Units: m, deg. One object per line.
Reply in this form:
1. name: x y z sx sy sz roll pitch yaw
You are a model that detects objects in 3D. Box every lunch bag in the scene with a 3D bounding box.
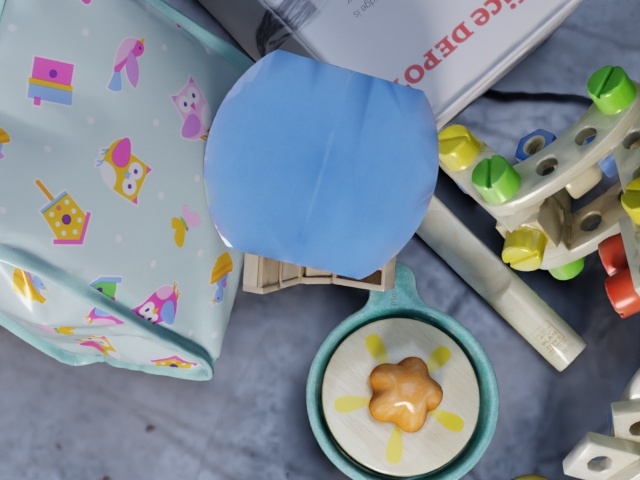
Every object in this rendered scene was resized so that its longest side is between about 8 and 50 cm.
1. lunch bag: -0.160 -0.053 1.268 0.160 0.262 0.223 4 70 35

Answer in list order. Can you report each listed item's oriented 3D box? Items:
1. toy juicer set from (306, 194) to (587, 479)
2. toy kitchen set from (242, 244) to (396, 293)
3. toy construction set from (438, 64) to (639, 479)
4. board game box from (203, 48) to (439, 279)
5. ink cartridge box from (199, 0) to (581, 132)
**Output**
1. toy juicer set: 0.090 0.124 1.349 0.209 0.089 0.329 25 72 -1
2. toy kitchen set: 0.000 0.000 1.319 0.075 0.083 0.068 9 102 29
3. toy construction set: 0.204 0.022 1.306 0.215 0.151 0.328 -25 56 19
4. board game box: -0.004 -0.051 1.292 0.168 0.033 0.133 13 96 -26
5. ink cartridge box: 0.025 -0.212 1.416 0.207 0.117 0.283 -41 84 -16
